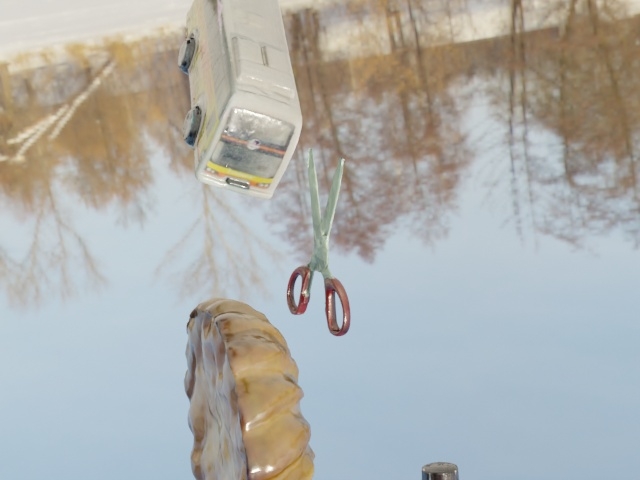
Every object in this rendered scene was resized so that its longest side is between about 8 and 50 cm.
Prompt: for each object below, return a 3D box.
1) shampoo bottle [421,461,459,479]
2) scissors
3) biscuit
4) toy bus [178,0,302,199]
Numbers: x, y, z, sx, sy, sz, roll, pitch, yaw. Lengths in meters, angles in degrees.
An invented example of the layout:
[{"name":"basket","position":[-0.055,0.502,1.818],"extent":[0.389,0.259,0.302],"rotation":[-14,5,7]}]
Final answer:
[{"name":"shampoo bottle","position":[0.203,0.498,1.478],"extent":[0.104,0.278,0.104],"rotation":[-4,-177,0]},{"name":"scissors","position":[0.000,0.000,1.268],"extent":[0.017,0.248,0.144],"rotation":[-7,-163,-35]},{"name":"biscuit","position":[-0.085,0.221,1.063],"extent":[0.107,0.326,0.326],"rotation":[-6,-168,-17]},{"name":"toy bus","position":[-0.077,-0.161,0.880],"extent":[0.092,0.106,0.268],"rotation":[14,-140,-23]}]
